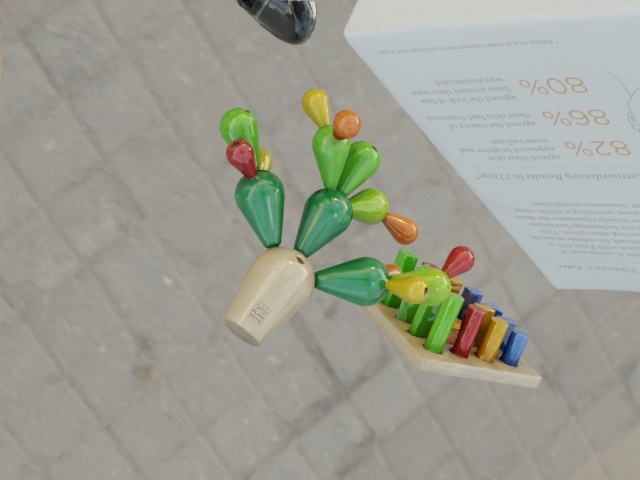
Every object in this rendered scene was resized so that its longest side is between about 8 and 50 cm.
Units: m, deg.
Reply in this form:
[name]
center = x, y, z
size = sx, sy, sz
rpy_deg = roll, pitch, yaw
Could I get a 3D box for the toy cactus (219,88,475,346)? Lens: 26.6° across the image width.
[toy cactus]
center = 0.000, 0.000, 0.996
size = 0.219, 0.112, 0.180
rpy_deg = 42, 70, -17

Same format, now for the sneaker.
[sneaker]
center = -0.127, -0.368, 1.864
size = 0.124, 0.283, 0.107
rpy_deg = -25, 159, -41

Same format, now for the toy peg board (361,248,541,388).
[toy peg board]
center = 0.150, 0.080, 1.477
size = 0.160, 0.161, 0.079
rpy_deg = 11, 110, -29

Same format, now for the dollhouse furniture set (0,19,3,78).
[dollhouse furniture set]
center = -0.461, -0.315, 1.805
size = 0.129, 0.129, 0.184
rpy_deg = -3, 88, 10

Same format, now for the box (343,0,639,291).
[box]
center = 0.115, -0.059, 0.477
size = 0.170, 0.130, 0.091
rpy_deg = 44, 60, -42
